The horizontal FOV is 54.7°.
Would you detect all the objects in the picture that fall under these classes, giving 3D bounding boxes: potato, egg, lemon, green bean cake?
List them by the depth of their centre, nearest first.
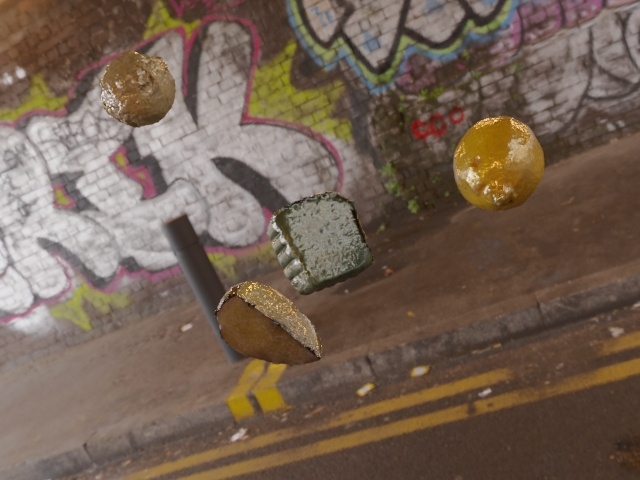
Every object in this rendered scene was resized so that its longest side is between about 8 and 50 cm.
[{"bbox_3d":[-0.285,-0.236,0.964,0.118,0.116,0.140,-17,25,-14],"label":"egg"},{"bbox_3d":[-0.081,0.129,0.971,0.100,0.172,0.089,-47,14,31],"label":"potato"},{"bbox_3d":[0.377,-0.163,1.313,0.188,0.188,0.257,-18,34,33],"label":"lemon"},{"bbox_3d":[0.000,0.000,1.519,0.222,0.227,0.125,-19,-9,-27],"label":"green bean cake"}]
